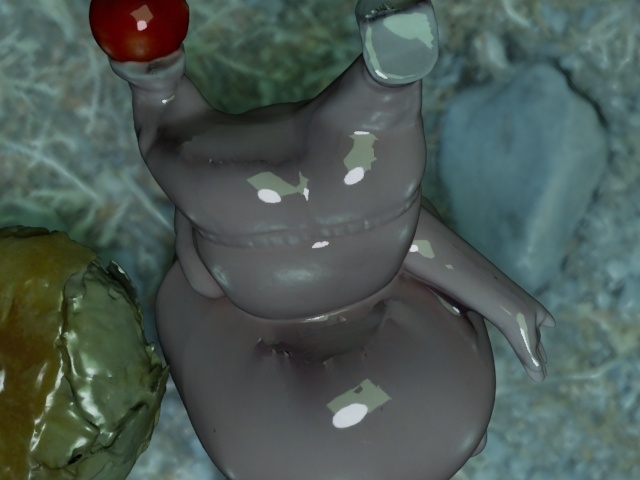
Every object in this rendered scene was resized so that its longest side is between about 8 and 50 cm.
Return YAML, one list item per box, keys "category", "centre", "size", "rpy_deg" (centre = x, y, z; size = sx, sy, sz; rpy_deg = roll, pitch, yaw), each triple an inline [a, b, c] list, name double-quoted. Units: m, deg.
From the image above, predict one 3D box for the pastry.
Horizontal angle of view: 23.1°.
- category: "pastry"
  centre: [-0.147, 0.066, 0.735]
  size: [0.153, 0.081, 0.153]
  rpy_deg: [1, 91, 25]

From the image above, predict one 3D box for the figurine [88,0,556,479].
- category: "figurine"
  centre: [0.000, 0.000, 0.721]
  size: [0.176, 0.186, 0.287]
  rpy_deg: [-19, 128, -2]
